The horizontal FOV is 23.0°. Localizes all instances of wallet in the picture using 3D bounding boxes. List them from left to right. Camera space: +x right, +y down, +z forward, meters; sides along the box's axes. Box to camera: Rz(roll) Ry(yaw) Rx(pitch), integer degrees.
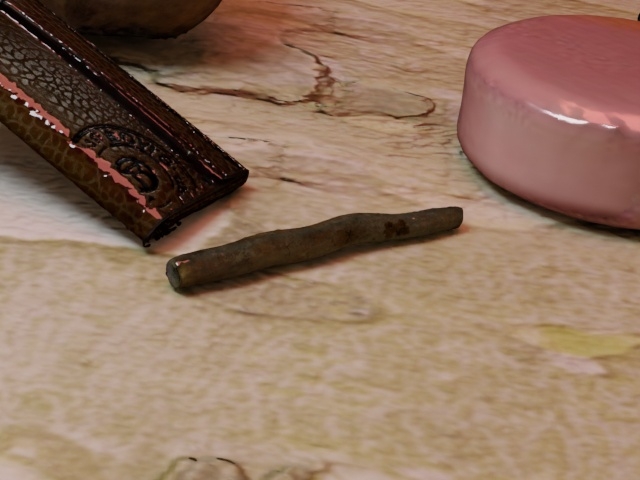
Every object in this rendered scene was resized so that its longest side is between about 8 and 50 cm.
[{"bbox_3d":[-0.170,-0.100,1.073,0.243,0.039,0.133,40,30,9],"label":"wallet"}]

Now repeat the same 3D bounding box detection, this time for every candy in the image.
[{"bbox_3d":[0.230,-0.091,1.190,0.255,0.094,0.255,6,27,-3],"label":"candy"}]

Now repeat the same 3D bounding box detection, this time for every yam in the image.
[{"bbox_3d":[0.001,0.000,1.033,0.234,0.029,0.027,-11,60,-35],"label":"yam"}]

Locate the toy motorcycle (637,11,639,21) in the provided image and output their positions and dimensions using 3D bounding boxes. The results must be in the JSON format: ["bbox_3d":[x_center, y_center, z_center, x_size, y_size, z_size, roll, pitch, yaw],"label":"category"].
[{"bbox_3d":[0.487,-0.170,1.344,0.410,0.168,0.237,-5,23,-11],"label":"toy motorcycle"}]

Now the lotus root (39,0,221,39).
[{"bbox_3d":[-0.184,-0.262,1.309,0.272,0.192,0.272,6,0,0],"label":"lotus root"}]
